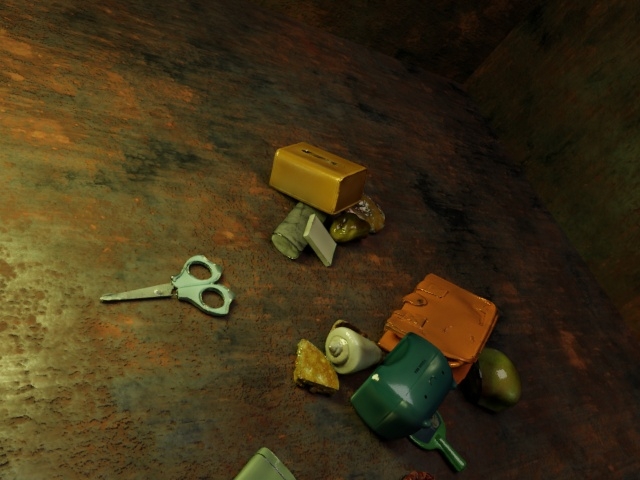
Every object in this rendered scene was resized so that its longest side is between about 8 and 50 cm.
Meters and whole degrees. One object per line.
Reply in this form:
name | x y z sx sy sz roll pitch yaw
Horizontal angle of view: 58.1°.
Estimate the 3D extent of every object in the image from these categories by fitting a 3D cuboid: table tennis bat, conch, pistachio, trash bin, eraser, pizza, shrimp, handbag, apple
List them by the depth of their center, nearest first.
trash bin | -0.131 0.544 1.267 0.116 0.059 0.130 45 38 5
pizza | -0.026 0.351 1.564 0.134 0.046 0.175 -7 58 -47
conch | 0.091 0.326 1.663 0.158 0.127 0.255 41 3 42
table tennis bat | 0.327 0.565 1.684 0.257 0.039 0.160 48 39 12
handbag | 0.397 0.275 1.893 0.303 0.116 0.410 28 32 19
eraser | 0.000 0.000 1.896 0.150 0.023 0.104 54 36 -33
apple | 0.572 0.455 1.914 0.207 0.174 0.188 45 36 -24
pistachio | 0.109 -0.049 2.041 0.189 0.100 0.110 -8 64 -44
shrimp | 0.117 -0.146 2.181 0.317 0.062 0.164 43 39 -3

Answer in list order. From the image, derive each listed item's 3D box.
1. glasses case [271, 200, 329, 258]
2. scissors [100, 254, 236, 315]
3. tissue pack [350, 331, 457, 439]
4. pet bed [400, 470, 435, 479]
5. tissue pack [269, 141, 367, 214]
glasses case | -0.062 -0.055 1.925 0.114 0.060 0.299 40 36 -4
scissors | -0.386 0.125 1.477 0.360 0.029 0.191 -3 57 -44
tissue pack | 0.240 0.414 1.609 0.206 0.198 0.287 43 40 12
pet bed | 0.266 0.700 1.479 0.201 0.053 0.201 21 47 -24
tissue pack | -0.007 -0.220 1.987 0.274 0.145 0.194 25 32 24
